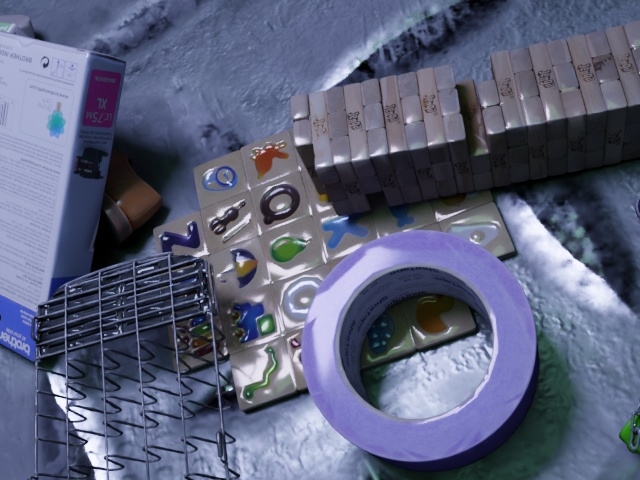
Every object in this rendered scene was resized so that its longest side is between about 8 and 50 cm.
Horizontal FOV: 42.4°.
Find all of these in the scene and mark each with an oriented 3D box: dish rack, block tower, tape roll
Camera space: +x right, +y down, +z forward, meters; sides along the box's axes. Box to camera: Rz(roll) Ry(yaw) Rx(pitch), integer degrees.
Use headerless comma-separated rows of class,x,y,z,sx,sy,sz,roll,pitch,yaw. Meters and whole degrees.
dish rack,-0.167,0.150,0.748,0.208,0.074,0.271,-15,64,10
block tower,0.149,-0.107,0.759,0.336,0.097,0.090,-11,60,11
tape roll,0.084,0.092,0.686,0.189,0.080,0.188,-6,67,14

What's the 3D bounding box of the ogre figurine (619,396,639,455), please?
ogre figurine,0.329,0.115,0.599,0.197,0.097,0.118,2,82,36

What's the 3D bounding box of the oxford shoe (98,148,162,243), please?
oxford shoe,-0.254,-0.080,0.915,0.076,0.076,0.212,-37,63,-25

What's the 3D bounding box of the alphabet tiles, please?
alphabet tiles,0.000,0.000,0.813,0.343,0.011,0.285,-21,59,8

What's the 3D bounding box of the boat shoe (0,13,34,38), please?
boat shoe,-0.464,-0.142,0.991,0.127,0.158,0.340,14,42,29

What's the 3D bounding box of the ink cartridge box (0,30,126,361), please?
ink cartridge box,-0.309,-0.052,0.856,0.186,0.065,0.310,19,100,30

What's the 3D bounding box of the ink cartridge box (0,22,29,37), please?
ink cartridge box,-0.393,-0.175,0.904,0.056,0.235,0.171,14,69,28

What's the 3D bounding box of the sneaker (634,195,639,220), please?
sneaker,0.381,-0.036,0.677,0.224,0.083,0.098,-24,80,11
